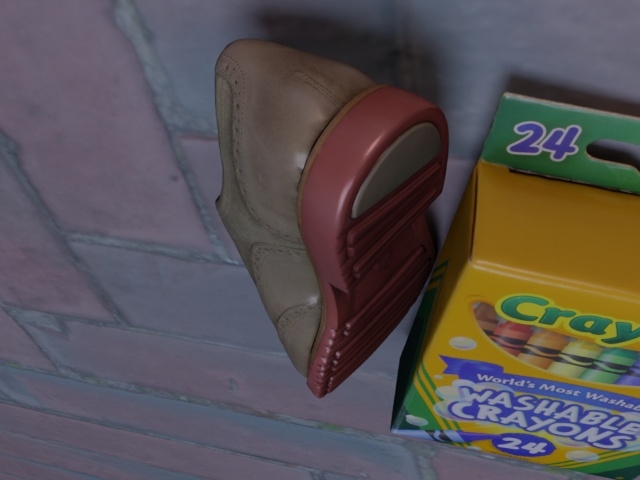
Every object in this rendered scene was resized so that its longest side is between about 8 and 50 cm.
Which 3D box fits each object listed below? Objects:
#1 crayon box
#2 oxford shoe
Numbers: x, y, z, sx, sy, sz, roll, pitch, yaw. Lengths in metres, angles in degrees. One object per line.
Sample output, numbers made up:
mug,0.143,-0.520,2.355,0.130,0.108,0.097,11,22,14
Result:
crayon box,0.174,0.061,0.494,0.203,0.083,0.323,11,145,3
oxford shoe,0.000,0.000,0.510,0.130,0.123,0.348,37,152,21
